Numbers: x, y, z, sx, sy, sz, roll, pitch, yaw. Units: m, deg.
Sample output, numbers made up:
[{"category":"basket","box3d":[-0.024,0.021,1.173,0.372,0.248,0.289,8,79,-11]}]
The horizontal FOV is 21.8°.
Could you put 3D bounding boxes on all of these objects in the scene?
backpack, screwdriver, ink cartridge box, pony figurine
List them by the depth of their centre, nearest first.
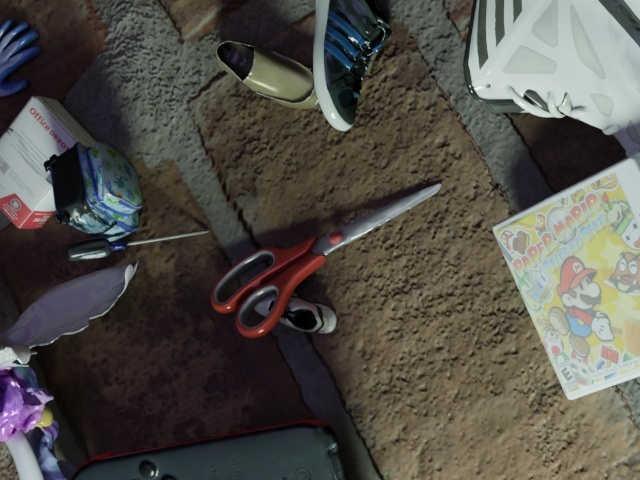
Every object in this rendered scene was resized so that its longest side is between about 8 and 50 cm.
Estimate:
[{"category":"screwdriver","box3d":[-0.215,0.005,1.961,0.170,0.024,0.025,-5,102,-13]},{"category":"pony figurine","box3d":[-0.392,0.171,1.970,0.351,0.303,0.363,-7,102,32]},{"category":"backpack","box3d":[-0.259,-0.055,1.971,0.084,0.114,0.105,-25,59,16]},{"category":"ink cartridge box","box3d":[-0.347,-0.096,2.043,0.099,0.056,0.135,46,107,17]}]

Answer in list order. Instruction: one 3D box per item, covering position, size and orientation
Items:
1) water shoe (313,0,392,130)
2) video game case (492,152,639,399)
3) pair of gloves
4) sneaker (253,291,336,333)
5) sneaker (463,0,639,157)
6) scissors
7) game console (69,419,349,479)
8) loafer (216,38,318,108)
[{"category":"water shoe","box3d":[0.038,-0.225,1.866,0.080,0.073,0.203,-2,89,22]},{"category":"video game case","box3d":[0.292,0.042,1.706,0.227,0.026,0.206,-30,82,52]},{"category":"pair of gloves","box3d":[-0.441,-0.256,2.107,0.159,0.023,0.198,-37,74,19]},{"category":"sneaker","box3d":[-0.036,0.079,1.911,0.109,0.044,0.040,14,97,25]},{"category":"sneaker","box3d":[0.317,-0.148,1.726,0.257,0.169,0.447,-32,85,43]},{"category":"scissors","box3d":[0.000,0.000,1.902,0.297,0.021,0.109,-40,45,6]},{"category":"game console","box3d":[-0.096,0.404,1.873,0.342,0.060,0.386,-12,101,24]},{"category":"loafer","box3d":[-0.063,-0.192,1.922,0.148,0.050,0.056,22,98,23]}]
